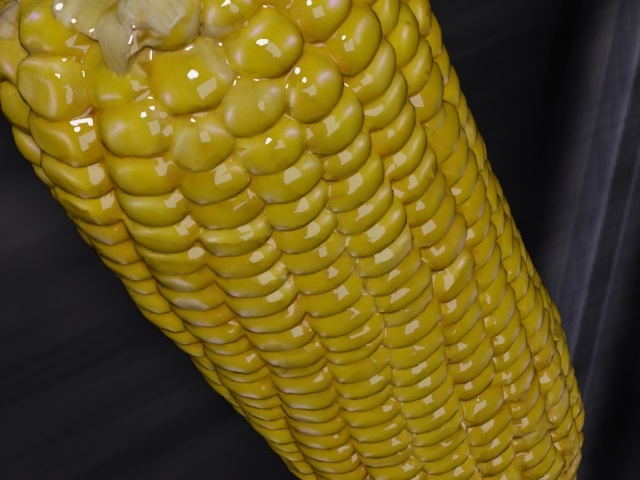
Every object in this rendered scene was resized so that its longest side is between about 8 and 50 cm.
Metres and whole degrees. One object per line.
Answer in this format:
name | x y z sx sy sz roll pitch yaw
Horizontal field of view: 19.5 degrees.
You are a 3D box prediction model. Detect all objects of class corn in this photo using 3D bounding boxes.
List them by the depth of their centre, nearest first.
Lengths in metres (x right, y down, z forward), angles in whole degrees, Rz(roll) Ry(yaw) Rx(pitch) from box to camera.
corn | 0.000 0.000 0.669 0.144 0.144 0.387 -37 140 -8
